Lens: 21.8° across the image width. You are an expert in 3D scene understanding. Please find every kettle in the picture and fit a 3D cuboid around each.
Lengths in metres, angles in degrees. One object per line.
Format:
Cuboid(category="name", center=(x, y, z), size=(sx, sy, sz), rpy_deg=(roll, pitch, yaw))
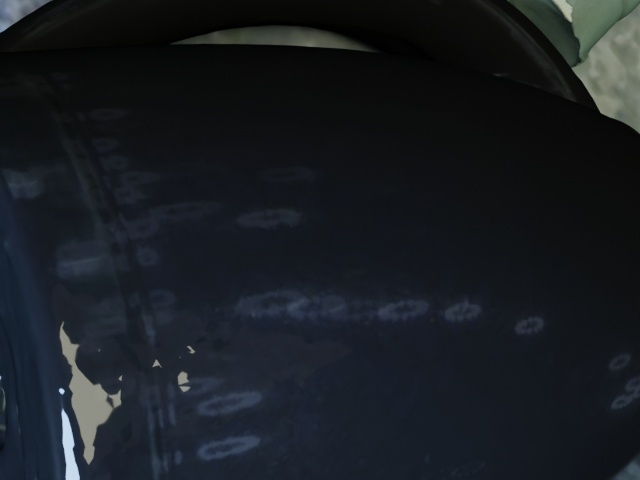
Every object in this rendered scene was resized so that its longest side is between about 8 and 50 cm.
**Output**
Cuboid(category="kettle", center=(0.000, 0.000, 0.587), size=(0.290, 0.207, 0.268), rpy_deg=(-11, 64, -26))

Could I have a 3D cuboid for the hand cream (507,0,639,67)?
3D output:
Cuboid(category="hand cream", center=(0.152, -0.155, 0.713), size=(0.078, 0.050, 0.205), rpy_deg=(47, 70, -13))
